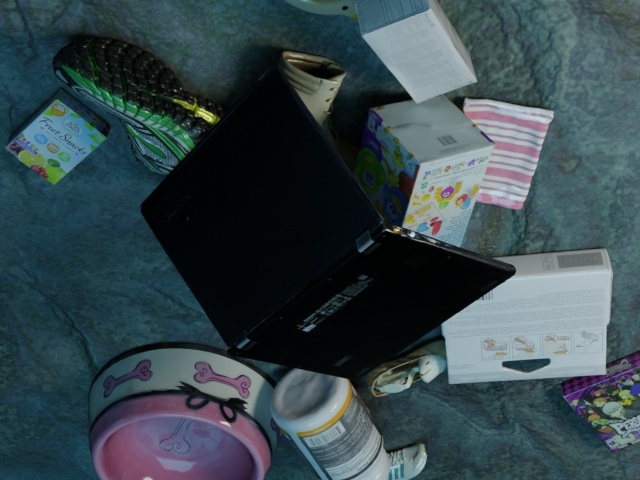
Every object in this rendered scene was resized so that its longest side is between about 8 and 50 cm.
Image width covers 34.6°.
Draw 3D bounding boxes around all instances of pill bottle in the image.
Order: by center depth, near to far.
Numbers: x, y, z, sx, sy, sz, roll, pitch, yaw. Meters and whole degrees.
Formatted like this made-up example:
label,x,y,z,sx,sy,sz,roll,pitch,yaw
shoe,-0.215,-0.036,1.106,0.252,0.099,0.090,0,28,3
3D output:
label,x,y,z,sx,sy,sz,roll,pitch,yaw
pill bottle,0.027,0.376,2.008,0.162,0.162,0.278,-17,129,17

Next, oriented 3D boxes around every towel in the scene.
label,x,y,z,sx,sy,sz,roll,pitch,yaw
towel,0.277,-0.134,1.633,0.144,0.029,0.197,6,131,-4

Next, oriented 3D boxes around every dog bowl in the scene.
label,x,y,z,sx,sy,sz,roll,pitch,yaw
dog bowl,-0.273,0.395,2.045,0.408,0.150,0.408,2,131,2

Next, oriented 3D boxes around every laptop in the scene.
label,x,y,z,sx,sy,sz,roll,pitch,yaw
laptop,0.000,0.000,1.552,0.408,0.236,0.382,17,139,-34

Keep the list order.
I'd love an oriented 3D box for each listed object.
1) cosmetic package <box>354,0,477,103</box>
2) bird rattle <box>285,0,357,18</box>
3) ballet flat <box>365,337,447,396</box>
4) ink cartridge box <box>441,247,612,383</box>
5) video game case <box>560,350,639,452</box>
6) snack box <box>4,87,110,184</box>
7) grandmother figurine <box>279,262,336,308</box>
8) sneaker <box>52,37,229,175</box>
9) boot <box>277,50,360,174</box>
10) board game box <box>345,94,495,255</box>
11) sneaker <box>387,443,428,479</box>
label,x,y,z,sx,sy,sz,roll,pitch,yaw
cosmetic package,0.137,-0.273,1.425,0.099,0.060,0.239,-16,159,18
bird rattle,-0.012,-0.379,1.371,0.253,0.143,0.207,8,148,-1
ballet flat,0.180,0.248,1.949,0.206,0.067,0.073,-27,124,23
ink cartridge box,0.364,0.140,1.846,0.296,0.066,0.261,-5,131,7
video game case,0.620,0.306,1.998,0.232,0.042,0.210,-27,124,24
snack box,-0.418,-0.163,1.631,0.141,0.037,0.100,-35,123,28
grandmother figurine,-0.026,0.067,1.757,0.342,0.104,0.208,14,154,-3
sneaker,-0.259,-0.172,1.553,0.343,0.134,0.146,35,125,-26
boot,0.008,-0.188,1.568,0.213,0.077,0.165,20,127,-15
board game box,0.140,-0.066,1.591,0.144,0.142,0.275,-15,138,-29
sneaker,0.153,0.468,2.151,0.075,0.057,0.161,28,130,-28
